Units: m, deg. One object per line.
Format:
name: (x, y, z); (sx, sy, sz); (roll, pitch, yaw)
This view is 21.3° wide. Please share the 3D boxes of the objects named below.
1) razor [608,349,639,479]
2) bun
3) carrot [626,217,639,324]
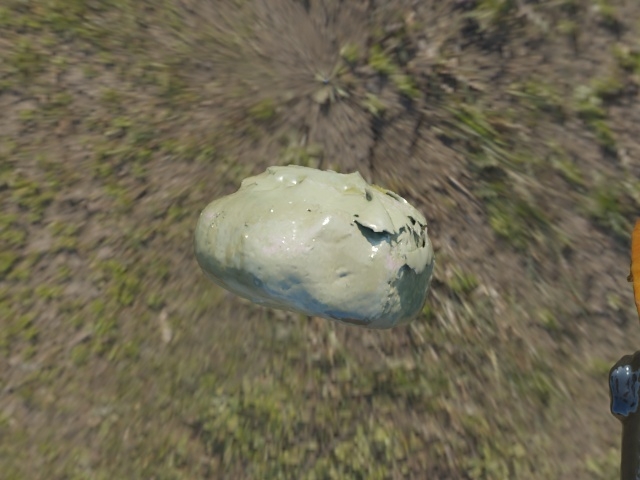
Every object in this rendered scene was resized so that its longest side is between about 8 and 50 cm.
razor: (0.408, 0.269, 1.813); (0.189, 0.107, 0.327); (-6, 92, 24)
bun: (0.000, 0.000, 1.598); (0.239, 0.239, 0.141); (11, 95, -1)
carrot: (0.302, 0.114, 1.267); (0.100, 0.307, 0.258); (-11, 139, 21)
